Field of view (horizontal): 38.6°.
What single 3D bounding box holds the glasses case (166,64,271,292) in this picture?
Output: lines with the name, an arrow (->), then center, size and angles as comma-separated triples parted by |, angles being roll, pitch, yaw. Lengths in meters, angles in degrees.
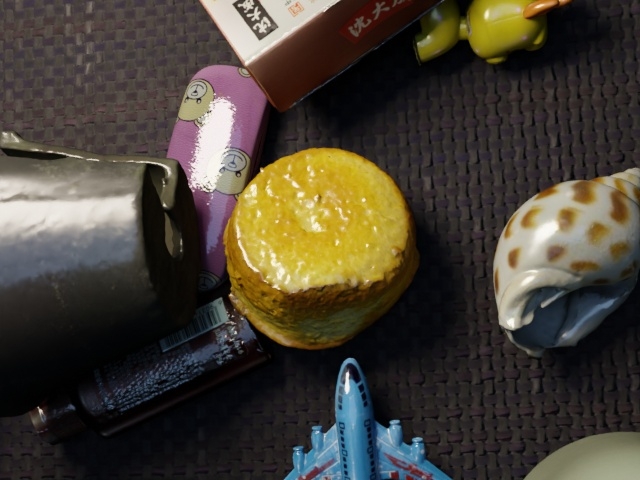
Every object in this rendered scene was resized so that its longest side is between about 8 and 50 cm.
glasses case -> -0.153, -0.086, 1.252 | 0.123, 0.076, 0.316 | 12, 85, 13

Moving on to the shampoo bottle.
shampoo bottle -> -0.230, 0.176, 1.226 | 0.323, 0.084, 0.129 | -27, 74, 4

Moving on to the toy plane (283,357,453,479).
toy plane -> 0.051, 0.286, 1.162 | 0.254, 0.105, 0.271 | -5, 81, 6

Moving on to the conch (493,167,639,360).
conch -> 0.318, 0.009, 1.142 | 0.275, 0.183, 0.149 | -30, 48, -3

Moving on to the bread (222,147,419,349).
bread -> 0.000, 0.000, 1.167 | 0.268, 0.145, 0.268 | 2, 64, -5

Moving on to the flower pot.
flower pot -> -0.290, 0.023, 1.104 | 0.251, 0.379, 0.379 | -8, 81, 8

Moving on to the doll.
doll -> 0.224, -0.302, 1.212 | 0.221, 0.143, 0.135 | -9, 103, 14

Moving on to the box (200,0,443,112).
box -> -0.021, -0.416, 1.198 | 0.344, 0.122, 0.385 | -35, 60, 2

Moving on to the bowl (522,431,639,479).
bowl -> 0.385, 0.406, 1.060 | 0.354, 0.185, 0.354 | -1, 83, 7
